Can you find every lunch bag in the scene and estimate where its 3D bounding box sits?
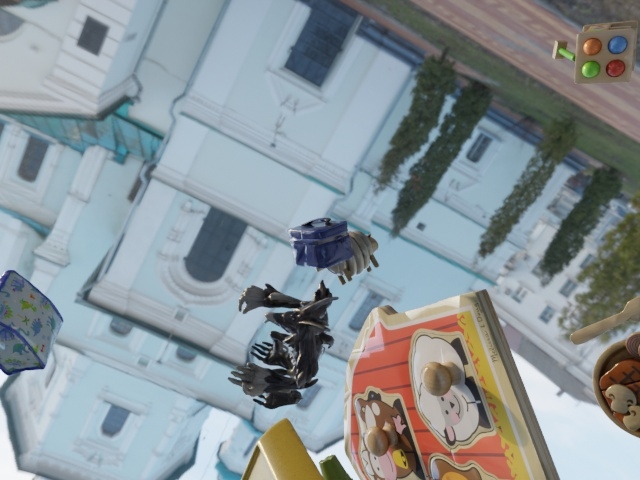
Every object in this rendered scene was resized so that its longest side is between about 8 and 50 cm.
[{"bbox_3d":[-0.555,0.148,1.014,0.096,0.151,0.128,-10,-142,-1],"label":"lunch bag"},{"bbox_3d":[0.000,0.000,0.813,0.067,0.065,0.098,-21,-167,-36],"label":"lunch bag"}]

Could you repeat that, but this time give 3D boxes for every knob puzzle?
[{"bbox_3d":[0.059,0.136,0.350,0.030,0.213,0.213,-11,-141,-30],"label":"knob puzzle"}]

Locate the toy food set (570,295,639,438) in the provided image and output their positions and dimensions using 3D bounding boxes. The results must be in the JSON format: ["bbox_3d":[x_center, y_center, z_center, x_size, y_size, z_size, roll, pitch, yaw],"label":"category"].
[{"bbox_3d":[0.377,0.171,0.634,0.039,0.132,0.192,-8,-117,-47],"label":"toy food set"}]

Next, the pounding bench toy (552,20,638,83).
[{"bbox_3d":[0.285,-0.197,0.589,0.083,0.052,0.065,7,-151,31],"label":"pounding bench toy"}]

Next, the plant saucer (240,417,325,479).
[{"bbox_3d":[-0.118,0.620,1.246,0.081,0.332,0.333,19,-173,-27],"label":"plant saucer"}]

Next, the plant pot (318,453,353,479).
[{"bbox_3d":[0.033,0.618,1.483,0.083,0.083,0.079,-4,-114,-61],"label":"plant pot"}]

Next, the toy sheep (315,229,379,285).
[{"bbox_3d":[0.049,0.028,1.005,0.132,0.091,0.091,-24,-132,-27],"label":"toy sheep"}]

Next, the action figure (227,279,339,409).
[{"bbox_3d":[-0.061,0.153,0.803,0.141,0.275,0.164,12,-125,-8],"label":"action figure"}]
